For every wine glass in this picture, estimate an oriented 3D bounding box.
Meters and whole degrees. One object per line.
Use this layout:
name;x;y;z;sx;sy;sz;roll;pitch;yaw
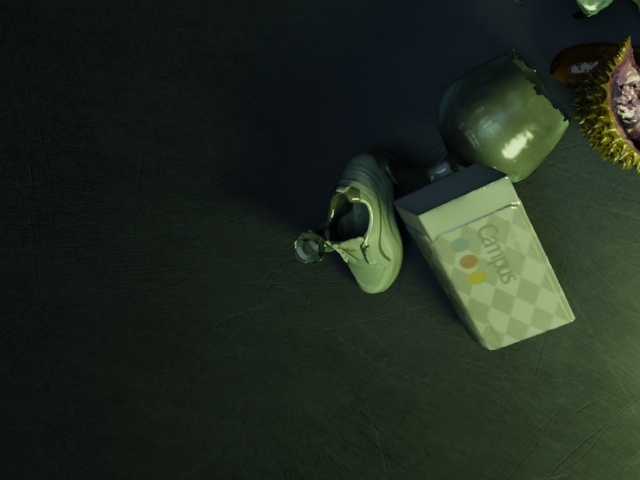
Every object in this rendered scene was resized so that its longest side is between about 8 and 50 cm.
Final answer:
wine glass;0.289;-0.190;1.677;0.323;0.238;0.238;-40;86;19
wine glass;0.000;0.000;1.840;0.072;0.155;0.072;4;101;18

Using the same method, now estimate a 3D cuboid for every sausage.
sausage;0.558;-0.303;1.632;0.270;0.109;0.109;12;104;14

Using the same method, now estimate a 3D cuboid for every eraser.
eraser;0.310;0.040;1.667;0.213;0.082;0.397;-23;128;13

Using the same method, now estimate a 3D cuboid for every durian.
durian;0.535;-0.206;1.601;0.260;0.186;0.154;41;79;-15

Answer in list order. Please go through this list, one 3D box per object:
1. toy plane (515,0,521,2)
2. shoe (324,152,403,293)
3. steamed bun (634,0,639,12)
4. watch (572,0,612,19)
toy plane;0.363;-0.489;1.698;0.083;0.033;0.080;-4;100;26
shoe;0.073;-0.006;1.773;0.124;0.159;0.316;10;122;31
steamed bun;0.614;-0.533;1.503;0.312;0.233;0.334;-45;82;17
watch;0.393;-0.495;1.539;0.276;0.274;0.068;46;107;-4
